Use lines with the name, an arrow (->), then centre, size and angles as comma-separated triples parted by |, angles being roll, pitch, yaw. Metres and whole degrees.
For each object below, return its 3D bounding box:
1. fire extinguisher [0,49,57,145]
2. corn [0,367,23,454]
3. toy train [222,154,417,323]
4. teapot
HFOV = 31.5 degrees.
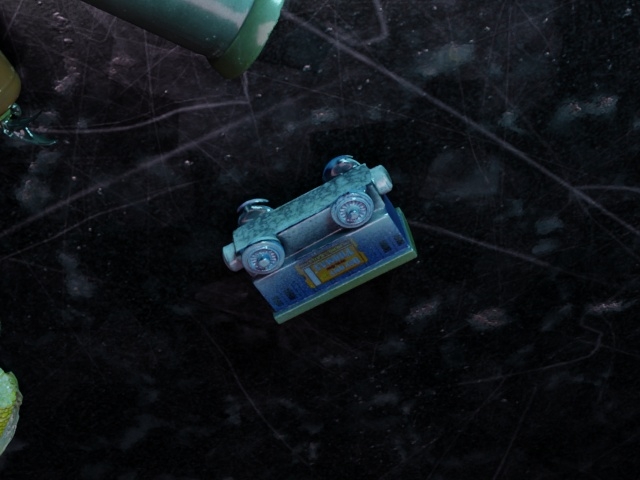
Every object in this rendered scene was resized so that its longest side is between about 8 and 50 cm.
fire extinguisher -> -0.529, -0.266, 1.557 | 0.200, 0.113, 0.376 | 9, 142, 40
corn -> -0.629, 0.342, 2.021 | 0.123, 0.122, 0.305 | 40, 118, 14
toy train -> 0.000, 0.000, 1.842 | 0.299, 0.131, 0.202 | -26, 131, 11
teapot -> -0.212, -0.389, 1.458 | 0.337, 0.200, 0.270 | 21, 97, -23
